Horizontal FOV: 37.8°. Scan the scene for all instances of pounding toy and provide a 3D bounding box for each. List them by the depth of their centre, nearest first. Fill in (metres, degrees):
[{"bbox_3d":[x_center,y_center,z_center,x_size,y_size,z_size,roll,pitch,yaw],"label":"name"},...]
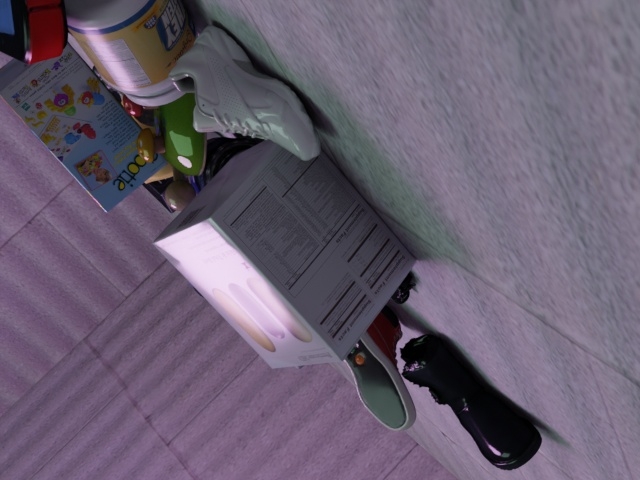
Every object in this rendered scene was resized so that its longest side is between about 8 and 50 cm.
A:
[{"bbox_3d":[-0.261,-0.173,1.522,0.237,0.110,0.183,106,150,-49],"label":"pounding toy"}]

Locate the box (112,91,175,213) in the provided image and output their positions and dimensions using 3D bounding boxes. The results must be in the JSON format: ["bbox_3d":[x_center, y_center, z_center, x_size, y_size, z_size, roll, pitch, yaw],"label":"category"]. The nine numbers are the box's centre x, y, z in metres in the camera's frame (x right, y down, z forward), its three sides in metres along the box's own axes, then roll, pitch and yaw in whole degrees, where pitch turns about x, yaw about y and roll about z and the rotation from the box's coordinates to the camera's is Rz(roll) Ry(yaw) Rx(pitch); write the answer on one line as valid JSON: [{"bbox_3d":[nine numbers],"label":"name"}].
[{"bbox_3d":[-0.389,-0.215,2.115,0.270,0.143,0.165,44,171,10],"label":"box"}]

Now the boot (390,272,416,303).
[{"bbox_3d":[0.094,0.048,1.449,0.121,0.045,0.099,39,169,17],"label":"boot"}]

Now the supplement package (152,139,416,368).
[{"bbox_3d":[-0.051,0.017,1.315,0.263,0.198,0.199,48,150,-15],"label":"supplement package"}]

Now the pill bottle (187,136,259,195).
[{"bbox_3d":[-0.145,-0.111,1.570,0.123,0.123,0.219,49,171,-18],"label":"pill bottle"}]

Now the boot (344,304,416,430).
[{"bbox_3d":[0.126,0.218,1.694,0.176,0.088,0.244,-8,-118,-55],"label":"boot"}]

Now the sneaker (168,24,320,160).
[{"bbox_3d":[-0.100,-0.162,1.180,0.232,0.115,0.090,42,170,21],"label":"sneaker"}]

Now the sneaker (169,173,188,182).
[{"bbox_3d":[-0.332,-0.157,1.944,0.227,0.087,0.130,9,-162,4],"label":"sneaker"}]

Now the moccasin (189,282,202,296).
[{"bbox_3d":[-0.101,0.031,1.561,0.117,0.138,0.342,44,139,-10],"label":"moccasin"}]

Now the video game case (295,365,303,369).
[{"bbox_3d":[-0.026,0.099,1.653,0.193,0.212,0.023,39,157,30],"label":"video game case"}]

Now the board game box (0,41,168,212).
[{"bbox_3d":[-0.415,-0.209,1.622,0.275,0.144,0.142,53,175,-31],"label":"board game box"}]

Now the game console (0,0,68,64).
[{"bbox_3d":[-0.401,-0.403,1.167,0.386,0.060,0.342,28,129,60],"label":"game console"}]

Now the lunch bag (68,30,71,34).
[{"bbox_3d":[-0.475,-0.471,1.527,0.303,0.115,0.243,46,173,3],"label":"lunch bag"}]

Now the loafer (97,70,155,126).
[{"bbox_3d":[-0.301,-0.286,1.630,0.319,0.112,0.111,64,-163,-74],"label":"loafer"}]

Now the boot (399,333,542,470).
[{"bbox_3d":[0.239,0.263,1.565,0.207,0.094,0.246,45,177,-17],"label":"boot"}]

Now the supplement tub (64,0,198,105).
[{"bbox_3d":[-0.246,-0.282,1.222,0.144,0.144,0.200,40,169,29],"label":"supplement tub"}]

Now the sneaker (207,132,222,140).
[{"bbox_3d":[-0.190,-0.090,1.765,0.366,0.150,0.135,41,168,35],"label":"sneaker"}]

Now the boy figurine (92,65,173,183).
[{"bbox_3d":[-0.349,-0.230,1.839,0.285,0.092,0.177,63,178,21],"label":"boy figurine"}]
